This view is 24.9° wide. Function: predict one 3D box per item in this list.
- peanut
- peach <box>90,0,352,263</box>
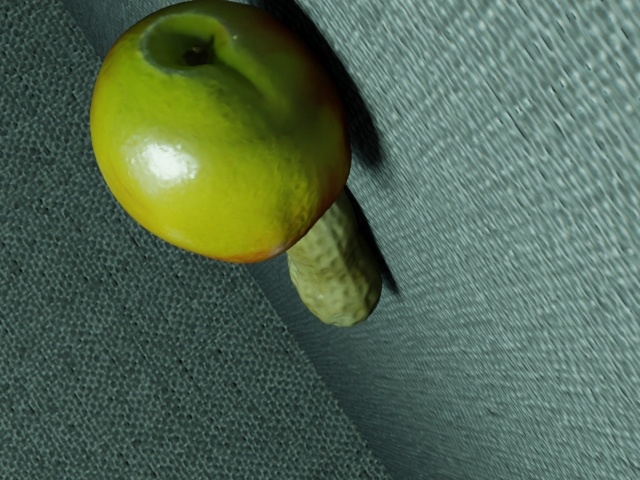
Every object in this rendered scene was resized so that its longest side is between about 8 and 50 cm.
[{"bbox_3d":[0.000,0.000,1.518,0.103,0.098,0.229,9,141,31],"label":"peanut"},{"bbox_3d":[-0.082,-0.092,1.233,0.231,0.231,0.231,54,172,11],"label":"peach"}]
